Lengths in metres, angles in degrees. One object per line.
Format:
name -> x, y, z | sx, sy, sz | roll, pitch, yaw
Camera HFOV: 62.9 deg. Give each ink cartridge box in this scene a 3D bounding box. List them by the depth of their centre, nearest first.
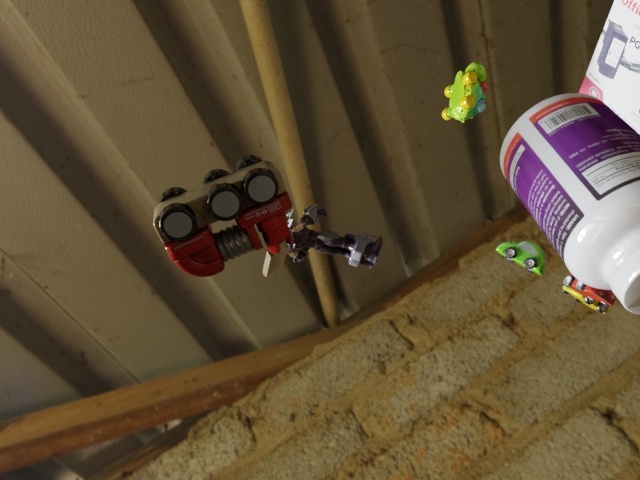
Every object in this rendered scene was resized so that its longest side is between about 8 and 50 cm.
ink cartridge box -> 0.568, -0.308, 0.899 | 0.100, 0.171, 0.237 | -17, -38, -8

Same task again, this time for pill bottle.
pill bottle -> 0.395, -0.058, 0.734 | 0.182, 0.322, 0.181 | -6, -46, -6

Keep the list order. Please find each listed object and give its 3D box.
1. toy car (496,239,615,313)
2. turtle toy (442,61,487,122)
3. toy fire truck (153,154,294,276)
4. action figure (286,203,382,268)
toy car -> 0.441, 0.053, 0.980 | 0.053, 0.225, 0.239 | -59, -28, 3
turtle toy -> 0.298, -0.298, 1.049 | 0.066, 0.095, 0.130 | 11, -97, -16
toy fire truck -> -0.145, -0.002, 0.919 | 0.217, 0.158, 0.246 | -25, -63, -6
action figure -> 0.000, 0.000, 1.279 | 0.285, 0.099, 0.185 | 14, -32, -6
